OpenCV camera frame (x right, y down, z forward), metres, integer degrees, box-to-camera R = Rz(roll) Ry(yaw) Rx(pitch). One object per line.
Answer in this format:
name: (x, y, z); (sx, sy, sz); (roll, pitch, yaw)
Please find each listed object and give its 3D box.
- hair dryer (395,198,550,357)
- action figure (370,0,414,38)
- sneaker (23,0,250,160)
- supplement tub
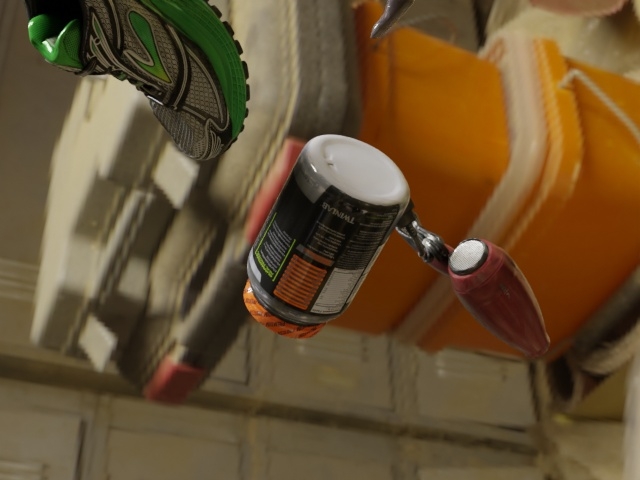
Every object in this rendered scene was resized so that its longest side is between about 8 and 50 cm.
hair dryer: (0.177, 0.025, 1.539); (0.080, 0.293, 0.223); (-42, -3, 3)
action figure: (-0.046, -0.277, 0.760); (0.178, 0.330, 0.341); (-47, 1, 1)
sneaker: (-0.188, -0.187, 1.143); (0.134, 0.343, 0.146); (12, 61, 41)
supplement tub: (0.000, 0.000, 1.261); (0.117, 0.117, 0.190); (-100, 32, -50)
